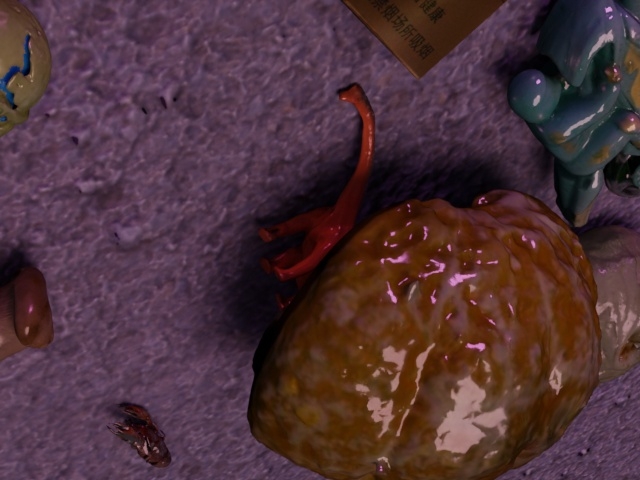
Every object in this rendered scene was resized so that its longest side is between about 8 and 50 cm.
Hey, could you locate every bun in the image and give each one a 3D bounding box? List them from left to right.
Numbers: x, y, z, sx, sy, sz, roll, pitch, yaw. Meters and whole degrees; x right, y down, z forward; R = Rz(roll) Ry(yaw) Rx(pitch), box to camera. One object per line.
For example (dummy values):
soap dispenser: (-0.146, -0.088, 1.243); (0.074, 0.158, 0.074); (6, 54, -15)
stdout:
bun: (0.293, 0.082, 1.271); (0.195, 0.118, 0.195); (-23, 145, -17)

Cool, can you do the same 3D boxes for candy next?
candy: (-0.322, -0.057, 0.751); (0.335, 0.092, 0.093); (-25, 178, 3)

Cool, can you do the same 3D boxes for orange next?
orange: (0.121, 0.098, 1.051); (0.368, 0.210, 0.271); (-11, 131, -42)

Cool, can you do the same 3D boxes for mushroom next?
mushroom: (-0.293, 0.095, 0.909); (0.212, 0.088, 0.097); (-33, 152, -9)

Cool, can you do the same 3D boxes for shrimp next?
shrimp: (-0.167, 0.181, 1.128); (0.029, 0.038, 0.092); (-6, 145, 21)

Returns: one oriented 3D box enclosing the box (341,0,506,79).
box: (0.106, -0.244, 0.835); (0.240, 0.071, 0.159); (-42, 138, 11)

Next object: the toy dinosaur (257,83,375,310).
toy dinosaur: (-0.004, -0.004, 1.033); (0.101, 0.055, 0.280); (-22, 140, -28)

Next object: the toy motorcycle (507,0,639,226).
toy motorcycle: (0.255, -0.125, 1.036); (0.198, 0.109, 0.297); (-24, 139, -8)
